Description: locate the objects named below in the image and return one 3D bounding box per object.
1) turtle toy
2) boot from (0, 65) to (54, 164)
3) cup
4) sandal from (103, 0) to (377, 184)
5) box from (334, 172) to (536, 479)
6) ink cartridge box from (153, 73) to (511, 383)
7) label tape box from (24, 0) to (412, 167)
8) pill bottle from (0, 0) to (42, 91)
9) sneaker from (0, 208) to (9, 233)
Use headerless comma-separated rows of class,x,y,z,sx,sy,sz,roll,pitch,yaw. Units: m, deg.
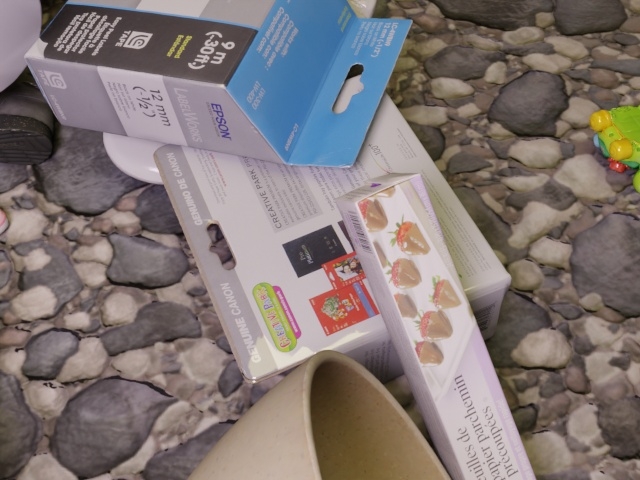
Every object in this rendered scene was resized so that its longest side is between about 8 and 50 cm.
turtle toy,0.384,-0.111,0.942,0.095,0.066,0.130,-13,57,-9
boot,-0.452,-0.180,0.977,0.246,0.083,0.161,6,50,-20
cup,-0.013,0.282,0.560,0.236,0.331,0.331,-33,58,11
sandal,-0.083,-0.203,0.993,0.416,0.102,0.169,-40,80,-15
box,0.105,0.098,0.682,0.063,0.067,0.324,-25,101,-10
ink cartridge box,0.000,0.000,0.832,0.271,0.130,0.310,-20,58,-11
label tape box,-0.099,-0.221,0.846,0.347,0.115,0.249,11,56,18
pill bottle,-0.519,-0.329,0.890,0.407,0.229,0.229,36,63,20
sneaker,-0.433,-0.048,0.904,0.134,0.070,0.051,20,56,12
